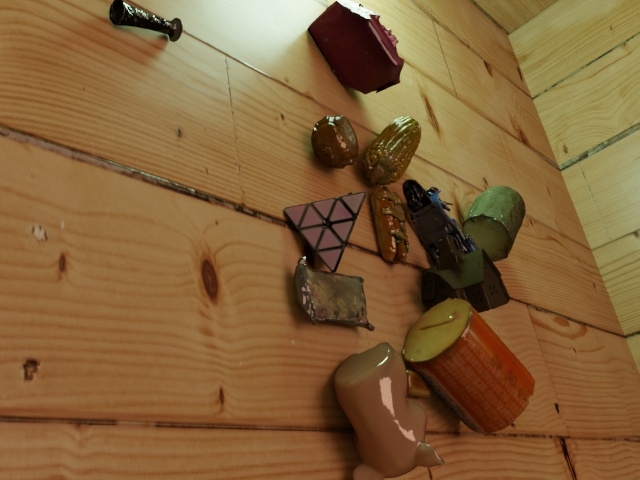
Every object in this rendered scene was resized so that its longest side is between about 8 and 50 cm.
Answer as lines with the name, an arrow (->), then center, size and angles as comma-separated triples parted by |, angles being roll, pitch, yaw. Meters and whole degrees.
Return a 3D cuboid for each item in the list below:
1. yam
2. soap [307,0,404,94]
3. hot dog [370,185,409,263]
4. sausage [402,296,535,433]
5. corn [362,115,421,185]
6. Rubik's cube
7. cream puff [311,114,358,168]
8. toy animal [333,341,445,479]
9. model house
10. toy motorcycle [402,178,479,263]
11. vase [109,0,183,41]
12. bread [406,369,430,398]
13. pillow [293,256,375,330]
yam -> 0.624, -0.068, 2.296 | 0.195, 0.195, 0.300 | 54, 37, -8
soap -> 0.126, -0.618, 2.063 | 0.325, 0.220, 0.127 | 55, 44, -7
hot dog -> 0.208, -0.045, 1.866 | 0.109, 0.072, 0.270 | 18, 51, -40
sausage -> 0.388, 0.331, 1.682 | 0.287, 0.233, 0.233 | 47, 37, -15
corn -> 0.229, -0.287, 2.015 | 0.144, 0.144, 0.387 | 52, 31, -11
Rubik's cube -> 0.000, 0.000, 1.554 | 0.190, 0.211, 0.178 | 6, 53, -8
cream puff -> 0.035, -0.272, 1.779 | 0.150, 0.115, 0.165 | 59, 25, -13
toy animal -> 0.128, 0.374, 1.383 | 0.256, 0.195, 0.213 | 64, 13, 4
model house -> 0.387, 0.106, 1.849 | 0.204, 0.211, 0.244 | -5, 75, -54
toy motorcycle -> 0.378, -0.055, 2.048 | 0.359, 0.125, 0.213 | 56, 27, -9
vase -> -0.397, -0.504, 1.465 | 0.167, 0.059, 0.059 | -2, 67, -51
bread -> 0.237, 0.366, 1.621 | 0.103, 0.049, 0.062 | 23, 57, -42
pillow -> 0.027, 0.140, 1.520 | 0.255, 0.059, 0.169 | 17, 48, -46
